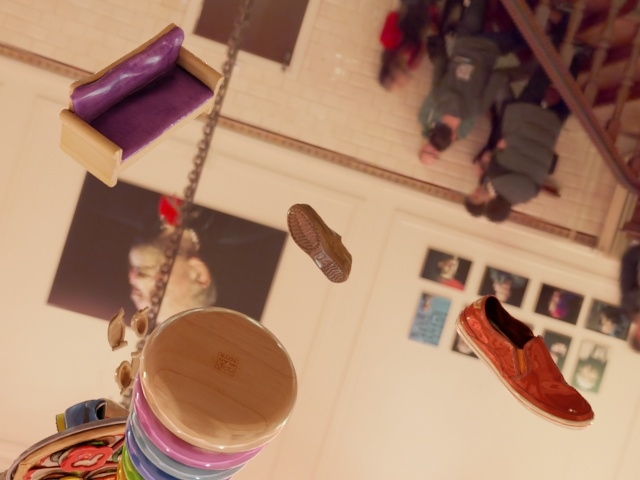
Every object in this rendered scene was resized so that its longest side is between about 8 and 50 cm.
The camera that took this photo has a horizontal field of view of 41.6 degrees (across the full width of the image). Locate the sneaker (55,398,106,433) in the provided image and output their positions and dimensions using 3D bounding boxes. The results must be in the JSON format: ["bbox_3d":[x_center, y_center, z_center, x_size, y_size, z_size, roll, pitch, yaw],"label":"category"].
[{"bbox_3d":[-0.317,0.313,1.204,0.069,0.082,0.209,76,167,-48],"label":"sneaker"}]

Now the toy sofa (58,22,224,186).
[{"bbox_3d":[-0.370,-0.293,1.783,0.150,0.362,0.177,37,139,8],"label":"toy sofa"}]

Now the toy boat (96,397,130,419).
[{"bbox_3d":[-0.477,0.480,1.960,0.231,0.151,0.151,53,158,-15],"label":"toy boat"}]

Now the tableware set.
[{"bbox_3d":[-0.349,0.201,1.550,0.020,0.169,0.141,0,-170,13],"label":"tableware set"}]

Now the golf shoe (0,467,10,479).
[{"bbox_3d":[-0.483,0.397,1.317,0.306,0.140,0.115,33,160,-15],"label":"golf shoe"}]

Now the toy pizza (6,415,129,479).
[{"bbox_3d":[-0.269,0.269,1.010,0.201,0.201,0.032,16,-138,-48],"label":"toy pizza"}]

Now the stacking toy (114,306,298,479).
[{"bbox_3d":[-0.146,0.212,0.817,0.141,0.330,0.141,18,-138,-17],"label":"stacking toy"}]

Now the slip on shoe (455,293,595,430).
[{"bbox_3d":[0.407,0.237,1.657,0.123,0.101,0.331,-19,-122,-46],"label":"slip on shoe"}]

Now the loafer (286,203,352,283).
[{"bbox_3d":[0.000,0.000,1.321,0.056,0.148,0.050,-20,-159,35],"label":"loafer"}]
